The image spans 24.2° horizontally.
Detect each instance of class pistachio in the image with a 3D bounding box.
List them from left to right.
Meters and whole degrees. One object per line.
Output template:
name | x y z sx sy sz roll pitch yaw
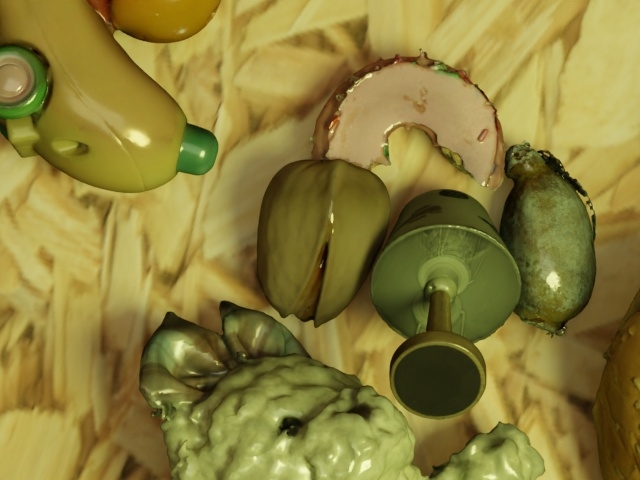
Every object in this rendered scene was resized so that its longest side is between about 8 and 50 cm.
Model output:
pistachio | 0.000 0.000 1.229 0.113 0.113 0.149 9 108 0

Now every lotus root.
lotus root | 0.189 -0.002 1.247 0.088 0.088 0.165 -2 78 -1

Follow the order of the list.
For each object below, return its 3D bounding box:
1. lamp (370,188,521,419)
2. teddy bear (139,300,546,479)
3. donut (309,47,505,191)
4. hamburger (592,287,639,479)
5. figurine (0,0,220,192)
lamp | 0.098 0.047 1.175 0.121 0.215 0.121 2 121 4
teddy bear | 0.056 0.191 1.097 0.327 0.375 0.362 -15 88 -41
donut | 0.076 -0.103 1.264 0.166 0.065 0.117 8 86 -2
hamburger | 0.339 0.147 1.149 0.259 0.144 0.283 9 129 18
figurine | -0.183 -0.197 1.241 0.222 0.124 0.325 -12 81 -2
